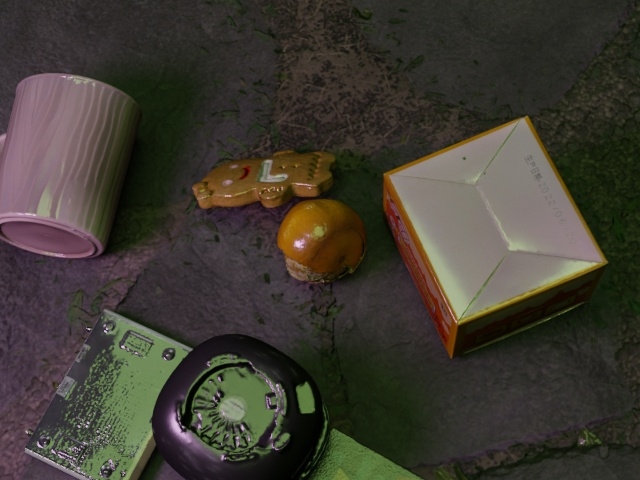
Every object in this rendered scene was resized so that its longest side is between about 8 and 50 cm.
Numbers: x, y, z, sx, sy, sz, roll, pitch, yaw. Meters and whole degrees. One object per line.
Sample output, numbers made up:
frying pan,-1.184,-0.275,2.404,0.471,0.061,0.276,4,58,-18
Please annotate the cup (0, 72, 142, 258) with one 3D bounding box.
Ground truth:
cup,-0.467,-0.129,1.852,0.288,0.208,0.273,7,70,4

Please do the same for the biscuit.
biscuit,-0.097,-0.108,1.871,0.249,0.035,0.184,-6,29,12

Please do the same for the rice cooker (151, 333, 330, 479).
rice cooker,-0.119,0.279,1.662,0.267,0.224,0.267,0,68,0

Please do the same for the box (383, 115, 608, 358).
box,0.272,0.000,1.767,0.260,0.214,0.283,-22,68,-4

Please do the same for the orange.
orange,0.000,0.000,1.815,0.157,0.156,0.134,-31,50,-10

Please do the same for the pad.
pad,0.075,0.405,1.721,0.211,0.003,0.143,27,72,12

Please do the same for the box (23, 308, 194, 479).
box,-0.339,0.262,1.774,0.211,0.045,0.270,25,71,10
